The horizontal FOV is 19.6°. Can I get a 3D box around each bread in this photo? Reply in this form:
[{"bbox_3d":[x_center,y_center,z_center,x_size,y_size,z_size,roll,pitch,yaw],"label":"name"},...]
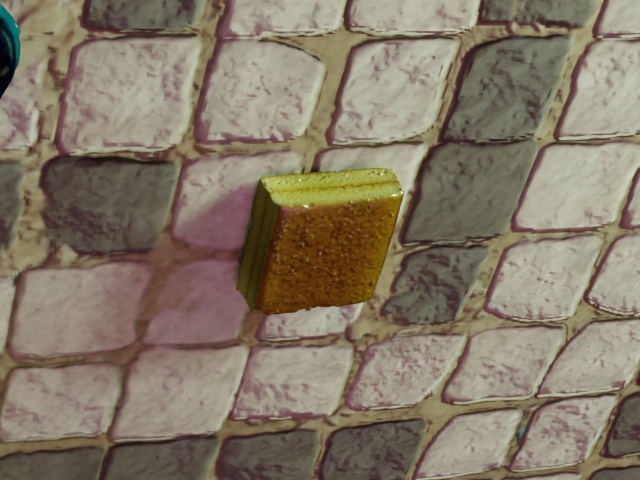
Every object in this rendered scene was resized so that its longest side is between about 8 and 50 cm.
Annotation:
[{"bbox_3d":[0.000,0.000,1.159,0.090,0.035,0.094,-5,133,-23],"label":"bread"}]

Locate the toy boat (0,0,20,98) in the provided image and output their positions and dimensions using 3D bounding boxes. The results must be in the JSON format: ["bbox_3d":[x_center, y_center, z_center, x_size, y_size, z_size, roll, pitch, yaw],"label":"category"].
[{"bbox_3d":[-0.269,-0.047,0.937,0.299,0.092,0.134,-40,103,24],"label":"toy boat"}]
